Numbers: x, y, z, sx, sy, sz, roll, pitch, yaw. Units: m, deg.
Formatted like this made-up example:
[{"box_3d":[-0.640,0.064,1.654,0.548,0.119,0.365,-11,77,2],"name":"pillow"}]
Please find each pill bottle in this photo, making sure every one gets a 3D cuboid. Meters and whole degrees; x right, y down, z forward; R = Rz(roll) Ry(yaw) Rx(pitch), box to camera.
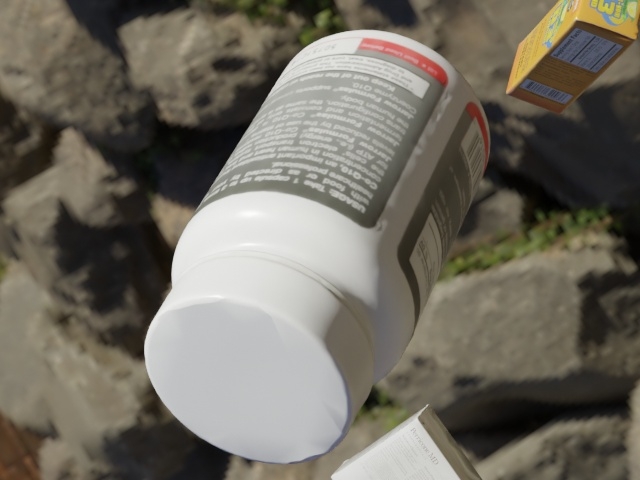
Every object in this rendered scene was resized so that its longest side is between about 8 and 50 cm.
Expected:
[{"box_3d":[0.000,0.000,1.145,0.161,0.283,0.161,13,132,15],"name":"pill bottle"}]

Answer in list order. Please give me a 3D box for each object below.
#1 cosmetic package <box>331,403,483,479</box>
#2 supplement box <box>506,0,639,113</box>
[{"box_3d":[0.122,0.270,1.523,0.239,0.099,0.060,55,-161,2],"name":"cosmetic package"},{"box_3d":[0.287,-0.224,1.971,0.080,0.078,0.233,21,160,-9],"name":"supplement box"}]
